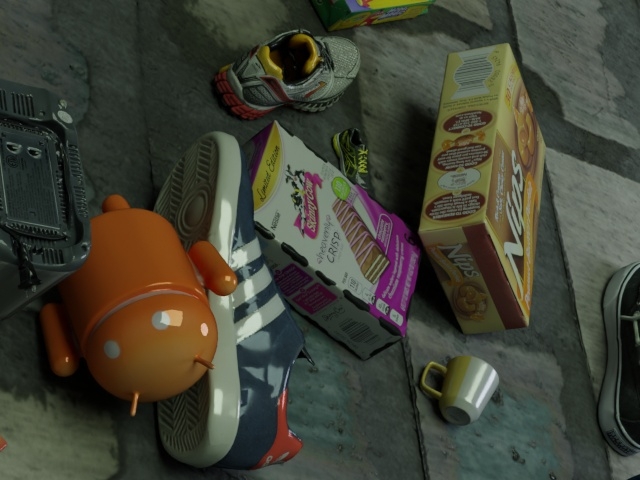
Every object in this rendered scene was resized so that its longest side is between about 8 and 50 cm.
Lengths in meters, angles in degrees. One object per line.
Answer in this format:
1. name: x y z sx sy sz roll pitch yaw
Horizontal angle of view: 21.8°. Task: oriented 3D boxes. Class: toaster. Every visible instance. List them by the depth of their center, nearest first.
1. toaster: -0.292 -0.024 1.476 0.129 0.146 0.227 10 56 -40

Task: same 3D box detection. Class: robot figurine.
1. robot figurine: -0.169 0.057 1.533 0.158 0.128 0.219 0 44 -31

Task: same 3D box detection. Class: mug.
1. mug: 0.156 0.173 1.875 0.064 0.078 0.062 -64 145 -38

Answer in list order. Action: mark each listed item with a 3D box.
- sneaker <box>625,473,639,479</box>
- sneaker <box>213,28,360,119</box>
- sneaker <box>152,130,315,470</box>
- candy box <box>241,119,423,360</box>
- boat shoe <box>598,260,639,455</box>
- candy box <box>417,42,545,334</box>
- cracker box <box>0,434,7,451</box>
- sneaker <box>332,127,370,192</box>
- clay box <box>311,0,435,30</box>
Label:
1. sneaker: 0.355 0.382 1.864 0.140 0.125 0.341 56 40 -1
2. sneaker: -0.019 -0.198 1.923 0.225 0.092 0.088 -25 82 -51
3. sneaker: -0.080 0.064 1.652 0.148 0.131 0.350 17 62 -36
4. candy box: 0.000 0.000 1.817 0.233 0.071 0.159 36 42 -21
5. boat shoe: 0.427 0.133 2.130 0.113 0.105 0.306 41 41 -17
6. candy box: 0.200 -0.066 2.001 0.316 0.087 0.183 -77 150 -42
7. cracker box: -0.384 0.128 1.337 0.232 0.067 0.156 50 38 -5
8. sneaker: 0.041 -0.095 1.955 0.031 0.035 0.083 -6 68 -47
9. clay box: 0.063 -0.345 2.143 0.222 0.053 0.127 -19 78 -49
